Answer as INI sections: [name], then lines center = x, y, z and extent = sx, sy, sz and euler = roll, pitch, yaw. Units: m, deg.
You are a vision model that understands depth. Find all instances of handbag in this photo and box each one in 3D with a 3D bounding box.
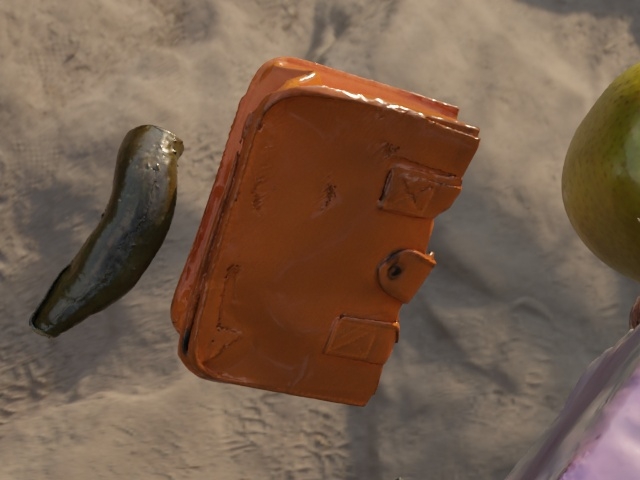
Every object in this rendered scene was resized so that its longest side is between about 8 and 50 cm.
[handbag]
center = 0.000, 0.000, 1.353
extent = 0.304, 0.116, 0.410
euler = 13, 110, -21

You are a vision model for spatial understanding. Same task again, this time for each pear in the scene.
[pear]
center = 0.542, -0.097, 1.585
extent = 0.418, 0.363, 0.362
euler = 4, 75, -61

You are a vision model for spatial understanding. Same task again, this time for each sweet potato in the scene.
[sweet potato]
center = -0.244, -0.002, 1.280
extent = 0.285, 0.112, 0.085
euler = -60, 151, 0

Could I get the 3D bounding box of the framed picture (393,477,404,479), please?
[framed picture]
center = 0.078, 0.521, 1.698
extent = 0.016, 0.184, 0.249
euler = 33, 34, -38

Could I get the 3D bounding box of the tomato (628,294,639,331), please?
[tomato]
center = 0.432, 0.118, 1.342
extent = 0.091, 0.159, 0.138
euler = 7, 75, -21

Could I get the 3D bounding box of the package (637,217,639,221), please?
[package]
center = 0.397, -0.008, 1.227
extent = 0.059, 0.083, 0.029
euler = 13, 107, 0

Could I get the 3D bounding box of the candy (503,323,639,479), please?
[candy]
center = 0.101, 0.157, 0.427
extent = 0.116, 0.155, 0.265
euler = 38, 78, 13
